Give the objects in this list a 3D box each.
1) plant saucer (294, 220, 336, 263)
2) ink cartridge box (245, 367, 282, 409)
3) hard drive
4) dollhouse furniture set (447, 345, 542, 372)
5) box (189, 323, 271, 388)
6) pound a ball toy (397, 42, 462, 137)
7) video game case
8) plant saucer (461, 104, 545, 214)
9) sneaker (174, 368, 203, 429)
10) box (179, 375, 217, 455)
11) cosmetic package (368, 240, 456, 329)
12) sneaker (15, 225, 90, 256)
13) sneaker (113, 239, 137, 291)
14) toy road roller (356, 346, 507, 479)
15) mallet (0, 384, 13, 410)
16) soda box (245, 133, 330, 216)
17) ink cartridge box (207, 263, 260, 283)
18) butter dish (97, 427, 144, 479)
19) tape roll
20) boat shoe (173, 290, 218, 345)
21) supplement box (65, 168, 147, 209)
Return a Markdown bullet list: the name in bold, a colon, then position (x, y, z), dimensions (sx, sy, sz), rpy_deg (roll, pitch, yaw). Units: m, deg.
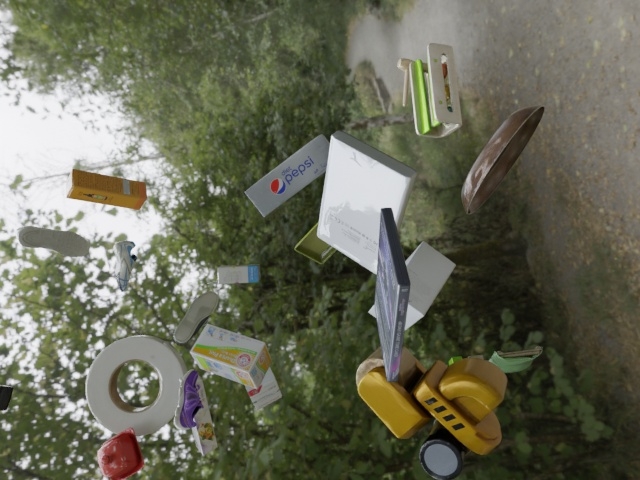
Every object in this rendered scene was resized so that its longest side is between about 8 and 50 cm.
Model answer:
- **plant saucer**: position (0.000, 0.000, 2.219), dimensions (0.188, 0.188, 0.045), rpy_deg (30, -158, -38)
- **ink cartridge box**: position (-0.212, 0.545, 1.811), dimensions (0.063, 0.109, 0.150), rpy_deg (54, 162, 39)
- **hard drive**: position (0.108, -0.088, 1.300), dimensions (0.047, 0.233, 0.353), rpy_deg (-40, -27, -36)
- **dollhouse furniture set**: position (0.598, 0.470, 1.671), dimensions (0.197, 0.301, 0.151), rpy_deg (77, -174, -66)
- **box**: position (-0.261, 0.342, 1.453), dimensions (0.114, 0.203, 0.103), rpy_deg (81, -151, -50)
- **pound a ball toy**: position (0.378, -0.509, 1.671), dimensions (0.208, 0.135, 0.319), rpy_deg (150, 119, -66)
- **video game case**: position (0.129, 0.105, 0.920), dimensions (0.196, 0.026, 0.274), rpy_deg (-94, 2, -48)
- **plant saucer**: position (0.441, -0.204, 1.220), dimensions (0.050, 0.310, 0.310), rpy_deg (36, 171, 20)
- **sneaker**: position (-0.363, 0.451, 1.392), dimensions (0.068, 0.071, 0.170), rpy_deg (89, 180, -54)
- **box**: position (-0.432, 0.619, 1.750), dimensions (0.067, 0.063, 0.324), rpy_deg (23, 127, 47)
- **cosmetic package**: position (0.299, 0.161, 1.620), dimensions (0.225, 0.138, 0.224), rpy_deg (-51, -7, -27)
- **sneaker**: position (-0.928, -0.004, 1.712), dimensions (0.235, 0.095, 0.090), rpy_deg (22, -95, -41)
- **sneaker**: position (-0.765, 0.106, 1.933), dimensions (0.085, 0.086, 0.237), rpy_deg (47, 133, 41)
- **toy road roller**: position (0.272, 0.341, 1.129), dimensions (0.329, 0.240, 0.202), rpy_deg (43, -160, 15)
- **mallet**: position (-0.852, 0.388, 1.197), dimensions (0.189, 0.039, 0.062), rpy_deg (23, -114, -57)
- **soda box**: position (-0.082, -0.195, 1.466), dimensions (0.098, 0.286, 0.091), rpy_deg (52, -174, -9)
- **ink cartridge box**: position (-0.313, 0.121, 1.788), dimensions (0.104, 0.181, 0.061), rpy_deg (-160, 68, -87)
- **butter dish**: position (-0.751, 0.792, 1.791), dimensions (0.160, 0.160, 0.118), rpy_deg (61, -169, 21)
- **tape roll**: position (-0.723, 0.570, 1.948), dimensions (0.072, 0.392, 0.392), rpy_deg (97, 162, -84)
- **boat shoe**: position (-0.507, 0.319, 2.009), dimensions (0.254, 0.095, 0.079), rpy_deg (-63, 3, -31)
- **supplement box**: position (-0.695, -0.164, 1.602), dimensions (0.233, 0.078, 0.080), rpy_deg (7, -123, -41)
